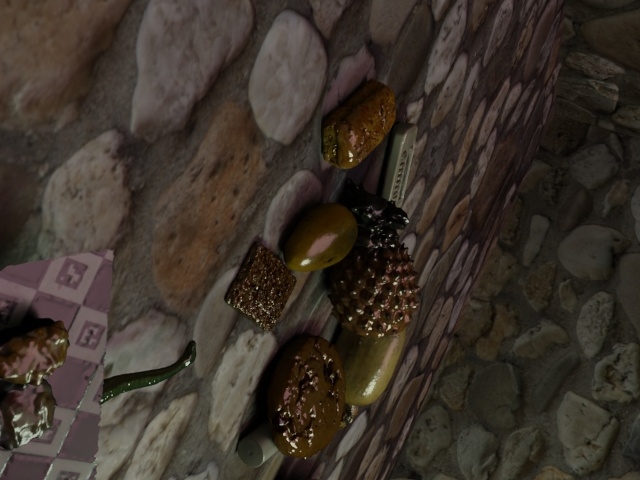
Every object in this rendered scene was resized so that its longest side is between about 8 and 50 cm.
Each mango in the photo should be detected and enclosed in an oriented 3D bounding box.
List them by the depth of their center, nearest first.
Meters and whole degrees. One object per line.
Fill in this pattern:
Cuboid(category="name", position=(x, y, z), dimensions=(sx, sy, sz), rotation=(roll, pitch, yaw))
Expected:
Cuboid(category="mango", position=(0.000, 0.000, 1.453), dimensions=(0.195, 0.098, 0.137), rotation=(-41, 150, -40))

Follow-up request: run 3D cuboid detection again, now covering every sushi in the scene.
Cuboid(category="sushi", position=(-0.327, 0.172, 0.737), dimensions=(0.292, 0.059, 0.293), rotation=(-9, 110, -46))

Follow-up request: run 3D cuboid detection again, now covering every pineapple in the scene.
Cuboid(category="pineapple", position=(0.121, 0.026, 1.649), dimensions=(0.223, 0.223, 0.357), rotation=(-38, 132, -52))

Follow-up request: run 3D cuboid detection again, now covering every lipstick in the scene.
Cuboid(category="lipstick", position=(-0.092, 0.428, 1.670), dimensions=(0.254, 0.070, 0.070), rotation=(-24, 132, -61))

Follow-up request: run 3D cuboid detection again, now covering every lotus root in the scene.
Cuboid(category="lotus root", position=(0.108, 0.315, 1.899), dimensions=(0.151, 0.169, 0.342), rotation=(19, 94, -62))

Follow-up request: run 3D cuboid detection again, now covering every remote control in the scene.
Cuboid(category="remote control", position=(0.184, -0.174, 1.779), dimensions=(0.090, 0.049, 0.230), rotation=(-37, 143, -53))

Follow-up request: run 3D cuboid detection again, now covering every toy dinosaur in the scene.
Cuboid(category="toy dinosaur", position=(-0.335, 0.256, 0.930), dimensions=(0.447, 0.087, 0.300), rotation=(-56, 156, -22))

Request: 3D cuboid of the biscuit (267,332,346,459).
Cuboid(category="biscuit", position=(-0.020, 0.351, 1.656), dimensions=(0.296, 0.075, 0.295), rotation=(7, 82, -62))

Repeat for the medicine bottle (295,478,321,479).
Cuboid(category="medicine bottle", position=(-0.016, 0.756, 1.971), dimensions=(0.208, 0.208, 0.339), rotation=(-62, 158, -16))

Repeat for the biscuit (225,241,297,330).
Cuboid(category="biscuit", position=(-0.106, 0.094, 1.388), dimensions=(0.131, 0.025, 0.231), rotation=(-64, 158, -11))

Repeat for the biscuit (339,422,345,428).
Cuboid(category="biscuit", position=(0.063, 0.496, 2.169), dimensions=(0.144, 0.016, 0.203), rotation=(-66, 158, -4))

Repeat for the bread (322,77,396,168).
Cuboid(category="bread", position=(0.081, -0.230, 1.447), dimensions=(0.211, 0.083, 0.113), rotation=(-51, 149, -40))
